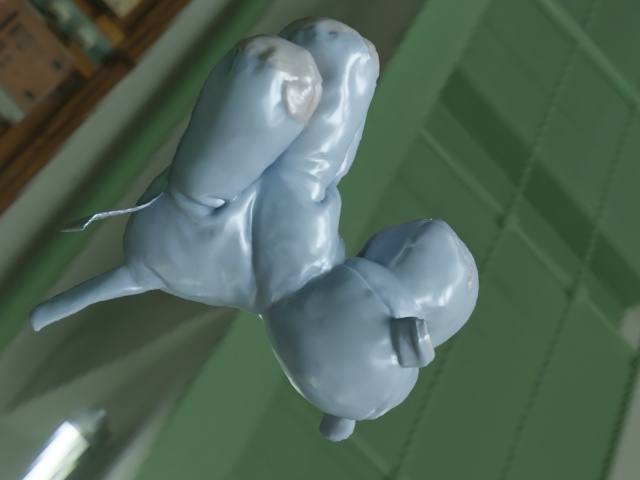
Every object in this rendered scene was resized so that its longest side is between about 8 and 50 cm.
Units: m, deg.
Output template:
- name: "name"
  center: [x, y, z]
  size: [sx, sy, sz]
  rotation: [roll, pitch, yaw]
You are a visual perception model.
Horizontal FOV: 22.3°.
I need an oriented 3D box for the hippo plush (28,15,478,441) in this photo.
- name: "hippo plush"
  center: [0.000, 0.000, 1.150]
  size: [0.294, 0.236, 0.234]
  rotation: [-37, 164, -42]
